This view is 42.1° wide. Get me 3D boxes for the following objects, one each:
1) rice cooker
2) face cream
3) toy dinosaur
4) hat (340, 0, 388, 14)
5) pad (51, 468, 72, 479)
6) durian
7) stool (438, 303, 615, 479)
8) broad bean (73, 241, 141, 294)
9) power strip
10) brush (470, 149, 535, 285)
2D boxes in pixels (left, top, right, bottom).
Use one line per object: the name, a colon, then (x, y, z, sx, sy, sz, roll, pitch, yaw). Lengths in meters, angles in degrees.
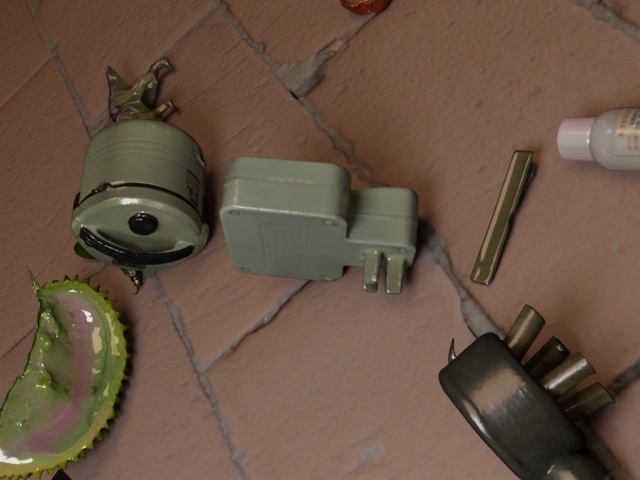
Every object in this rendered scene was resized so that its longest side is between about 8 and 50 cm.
rice cooker: (-0.301, -0.067, 1.417, 0.226, 0.226, 0.244, -24, 49, 24)
face cream: (0.413, -0.120, 0.987, 0.269, 0.082, 0.082, 8, 67, 41)
toy dinosaur: (-0.373, -0.267, 1.692, 0.162, 0.077, 0.294, -29, 49, 20)
hat: (0.044, -0.474, 1.447, 0.094, 0.162, 0.112, -31, 44, 22)
pad: (-0.446, 0.506, 1.295, 0.159, 0.009, 0.265, 23, 77, 45)
durian: (-0.413, 0.219, 1.340, 0.158, 0.169, 0.351, -14, 54, 31)
stool: (0.236, 0.183, 0.898, 0.139, 0.153, 0.228, -41, 88, 4)
broad bean: (-0.390, 0.030, 1.539, 0.227, 0.039, 0.069, 26, 86, 44)
power strip: (0.000, 0.000, 1.141, 0.261, 0.229, 0.141, 5, 65, 1)
brush: (0.244, -0.029, 1.102, 0.034, 0.027, 0.190, 12, 78, 46)
